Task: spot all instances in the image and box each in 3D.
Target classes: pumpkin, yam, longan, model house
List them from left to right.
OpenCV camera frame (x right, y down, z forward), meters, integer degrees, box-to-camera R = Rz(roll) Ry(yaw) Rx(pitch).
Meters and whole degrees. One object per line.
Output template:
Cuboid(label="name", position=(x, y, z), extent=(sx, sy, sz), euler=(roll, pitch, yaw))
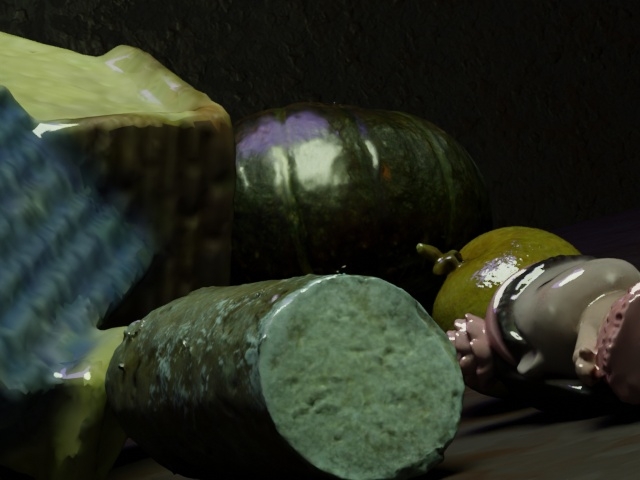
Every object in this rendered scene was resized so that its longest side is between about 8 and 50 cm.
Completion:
Cuboid(label="model house", position=(-0.191, 0.040, 0.854), extent=(0.266, 0.261, 0.321), euler=(11, 24, 11))
Cuboid(label="yam", position=(-0.018, 0.050, 0.657), extent=(0.078, 0.078, 0.179), euler=(-14, 1, -22))
Cuboid(label="pumpkin", position=(0.000, 0.002, 1.267), extent=(0.238, 0.159, 0.238), euler=(-11, -22, -4))
Cuboid(label="longan", position=(0.072, 0.024, 0.737), extent=(0.075, 0.083, 0.075), euler=(-51, 6, 8))

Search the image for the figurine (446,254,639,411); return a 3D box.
Cuboid(label="figurine", position=(0.098, 0.036, 0.636), extent=(0.072, 0.054, 0.129), euler=(-30, 13, -19))
